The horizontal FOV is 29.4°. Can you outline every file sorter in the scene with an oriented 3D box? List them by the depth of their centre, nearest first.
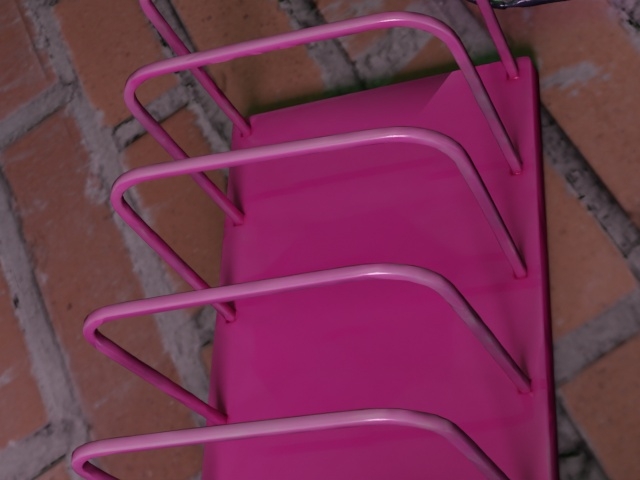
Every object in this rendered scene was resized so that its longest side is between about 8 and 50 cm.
[{"bbox_3d":[0.000,0.000,0.644,0.202,0.182,0.291,-9,60,22],"label":"file sorter"}]

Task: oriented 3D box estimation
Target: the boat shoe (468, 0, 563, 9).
[{"bbox_3d":[0.052,-0.232,0.778,0.340,0.127,0.158,2,57,27],"label":"boat shoe"}]
